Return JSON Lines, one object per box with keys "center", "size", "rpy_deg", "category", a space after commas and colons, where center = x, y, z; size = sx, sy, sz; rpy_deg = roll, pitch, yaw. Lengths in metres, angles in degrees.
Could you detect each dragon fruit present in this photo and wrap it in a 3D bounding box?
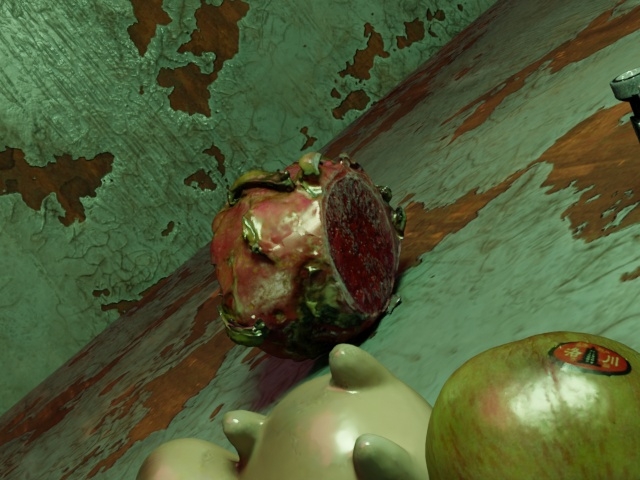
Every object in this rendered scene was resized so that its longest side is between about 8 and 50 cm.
{"center": [0.000, 0.000, 1.086], "size": [0.147, 0.211, 0.282], "rpy_deg": [-26, 19, 37], "category": "dragon fruit"}

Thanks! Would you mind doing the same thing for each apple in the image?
{"center": [0.113, 0.105, 0.486], "size": [0.126, 0.126, 0.102], "rpy_deg": [-34, 36, 22], "category": "apple"}

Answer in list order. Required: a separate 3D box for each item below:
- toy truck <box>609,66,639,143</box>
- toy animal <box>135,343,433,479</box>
{"center": [0.294, -0.084, 0.740], "size": [0.116, 0.110, 0.216], "rpy_deg": [-23, 12, 10], "category": "toy truck"}
{"center": [-0.030, 0.171, 0.594], "size": [0.250, 0.154, 0.166], "rpy_deg": [-30, 35, 15], "category": "toy animal"}
